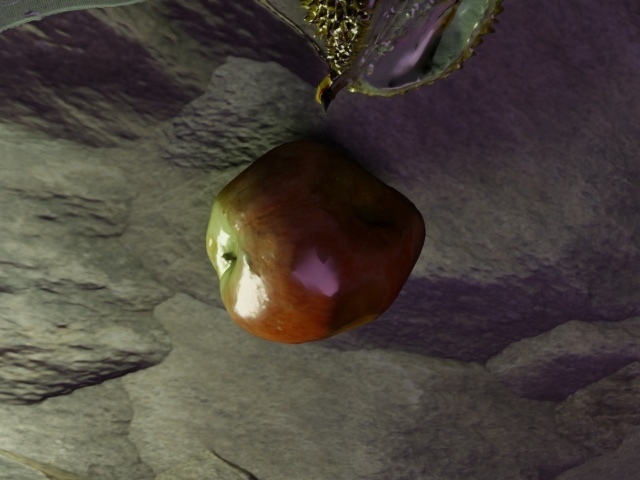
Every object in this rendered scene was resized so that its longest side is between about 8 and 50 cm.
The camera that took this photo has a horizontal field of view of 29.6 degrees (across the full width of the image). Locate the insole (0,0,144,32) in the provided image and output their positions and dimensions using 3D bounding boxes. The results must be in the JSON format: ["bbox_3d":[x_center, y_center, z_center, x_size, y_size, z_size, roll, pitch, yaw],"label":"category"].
[{"bbox_3d":[-0.231,-0.240,1.119,0.232,0.003,0.080,-17,131,-10],"label":"insole"}]

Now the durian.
[{"bbox_3d":[0.060,-0.240,1.156,0.237,0.137,0.193,-47,136,14],"label":"durian"}]

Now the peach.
[{"bbox_3d":[0.000,0.000,1.286,0.236,0.214,0.214,-8,130,-32],"label":"peach"}]
